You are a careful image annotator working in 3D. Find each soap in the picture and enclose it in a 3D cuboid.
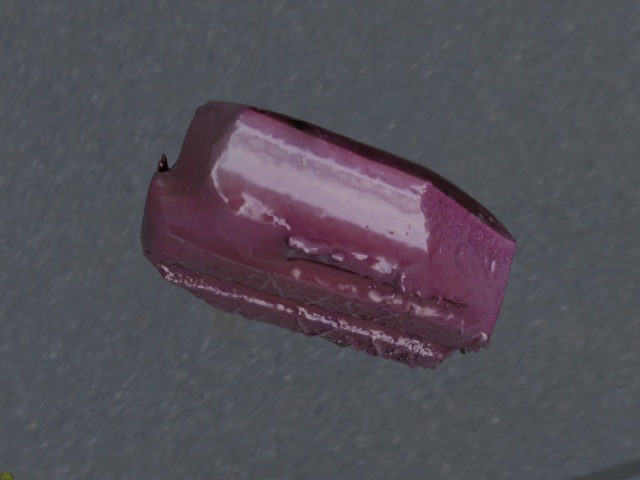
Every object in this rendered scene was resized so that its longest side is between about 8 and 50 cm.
[{"bbox_3d":[0.000,0.000,1.610,0.325,0.220,0.127,17,66,-14],"label":"soap"}]

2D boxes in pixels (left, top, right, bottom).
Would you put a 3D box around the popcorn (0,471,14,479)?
[{"bbox_3d":[-0.209,0.270,1.186,0.258,0.270,0.224,23,89,28],"label":"popcorn"}]
